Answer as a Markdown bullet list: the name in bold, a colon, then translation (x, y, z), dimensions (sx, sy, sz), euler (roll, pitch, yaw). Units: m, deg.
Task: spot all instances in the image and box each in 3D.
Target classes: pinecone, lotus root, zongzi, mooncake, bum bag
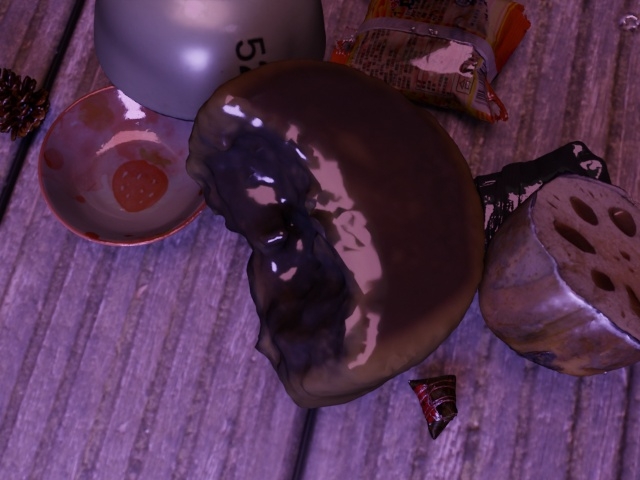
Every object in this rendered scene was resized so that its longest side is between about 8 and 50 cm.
- **pinecone**: translation (-0.467, -0.210, 1.157), dimensions (0.109, 0.102, 0.102), euler (40, 75, -17)
- **lotus root**: translation (0.326, 0.063, 0.975), dimensions (0.272, 0.192, 0.272), euler (22, 40, -20)
- **zongzi**: translation (0.160, 0.215, 1.001), dimensions (0.067, 0.073, 0.083), euler (0, 72, -17)
- **mooncake**: translation (0.000, 0.000, 0.971), dimensions (0.393, 0.246, 0.394), euler (19, 69, -10)
- **bum bag**: translation (0.289, -0.054, 1.093), dimensions (0.248, 0.060, 0.123), euler (-16, 70, -1)

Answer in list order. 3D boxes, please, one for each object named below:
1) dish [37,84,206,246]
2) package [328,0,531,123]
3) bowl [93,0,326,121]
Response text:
- **dish**: translation (-0.267, -0.098, 1.115), dimensions (0.260, 0.085, 0.260), euler (1, 67, -2)
- **package**: translation (0.165, -0.302, 1.157), dimensions (0.288, 0.108, 0.223), euler (16, 71, 10)
- **bowl**: translation (-0.158, -0.361, 1.105), dimensions (0.354, 0.185, 0.354), euler (3, 59, -5)
